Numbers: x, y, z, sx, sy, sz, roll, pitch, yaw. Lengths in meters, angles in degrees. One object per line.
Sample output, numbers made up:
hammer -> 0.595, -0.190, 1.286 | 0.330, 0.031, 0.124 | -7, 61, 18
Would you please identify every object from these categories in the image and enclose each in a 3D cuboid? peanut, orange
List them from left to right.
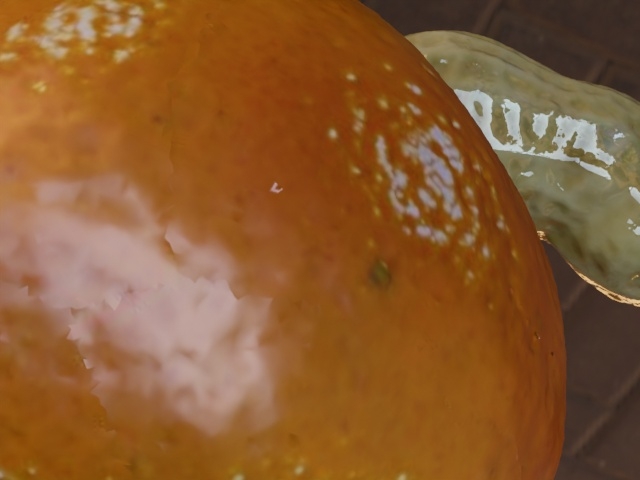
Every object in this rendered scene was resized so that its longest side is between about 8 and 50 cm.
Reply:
orange -> -0.086, 0.038, 0.850 | 0.424, 0.326, 0.424 | 15, 150, 9
peanut -> 0.170, -0.054, 1.280 | 0.305, 0.147, 0.147 | 22, 141, -3
